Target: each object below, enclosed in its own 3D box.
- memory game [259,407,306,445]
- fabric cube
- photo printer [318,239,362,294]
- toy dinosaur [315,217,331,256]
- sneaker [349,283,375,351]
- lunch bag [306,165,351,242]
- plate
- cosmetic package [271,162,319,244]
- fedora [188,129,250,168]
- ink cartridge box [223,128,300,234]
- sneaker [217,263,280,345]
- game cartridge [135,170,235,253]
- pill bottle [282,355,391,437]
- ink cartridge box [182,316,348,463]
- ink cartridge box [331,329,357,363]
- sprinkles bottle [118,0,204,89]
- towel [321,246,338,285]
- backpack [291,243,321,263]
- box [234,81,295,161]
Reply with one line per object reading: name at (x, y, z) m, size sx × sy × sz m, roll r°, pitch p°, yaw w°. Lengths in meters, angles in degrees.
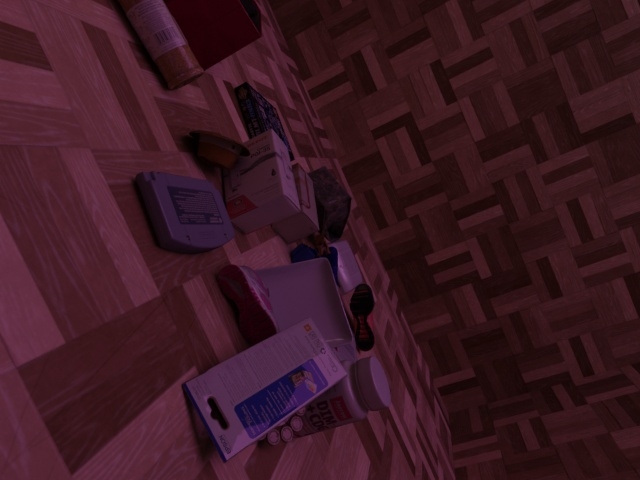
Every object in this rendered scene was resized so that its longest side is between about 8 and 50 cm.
memory game at (-0.114, 0.405, 1.047) m, size 0.186 × 0.012 × 0.186 m, roll 23°, pitch 48°, yaw -28°
fabric cube at (-0.389, -0.837, 1.545) m, size 0.259 × 0.258 × 0.254 m, roll 51°, pitch 24°, yaw -44°
photo printer at (0.096, 0.129, 2.056) m, size 0.256 × 0.107 × 0.307 m, roll 68°, pitch 17°, yaw 3°
toy dinosaur at (0.000, 0.000, 1.626) m, size 0.211 × 0.064 × 0.112 m, roll 129°, pitch -55°, yaw -73°
sneaker at (0.197, 0.364, 2.037) m, size 0.136 × 0.115 × 0.314 m, roll 61°, pitch 28°, yaw -84°
lunch bag at (0.011, -0.149, 1.945) m, size 0.235 × 0.168 × 0.287 m, roll 55°, pitch -22°, yaw 32°
plate at (-0.071, 0.203, 1.252) m, size 0.045 × 0.277 × 0.278 m, roll 118°, pitch -42°, yaw -61°
cosmetic package at (-0.109, -0.152, 1.709) m, size 0.129 × 0.153 × 0.296 m, roll 48°, pitch 23°, yaw -44°
fedora at (-0.310, -0.266, 1.283) m, size 0.194 × 0.194 × 0.079 m, roll 20°, pitch 85°, yaw -68°
ink cartridge box at (-0.199, -0.191, 1.370) m, size 0.117 × 0.207 × 0.283 m, roll 46°, pitch 25°, yaw -54°
sneaker at (-0.174, 0.169, 1.153) m, size 0.252 × 0.102 × 0.111 m, roll 67°, pitch 18°, yaw -4°
game cartridge at (-0.327, -0.065, 1.076) m, size 0.297 × 0.062 × 0.198 m, roll -6°, pitch 78°, yaw -73°
pill bottle at (0.036, 0.421, 1.157) m, size 0.160 × 0.283 × 0.160 m, roll 56°, pitch 19°, yaw -31°
ink cartridge box at (-0.115, 0.322, 0.966) m, size 0.370 × 0.069 × 0.176 m, roll -18°, pitch 66°, yaw -45°
ink cartridge box at (0.009, 0.357, 1.430) m, size 0.309 × 0.130 × 0.272 m, roll 56°, pitch 21°, yaw -35°
sprinkles bottle at (-0.479, -0.622, 1.217) m, size 0.356 × 0.121 × 0.121 m, roll 62°, pitch 17°, yaw -19°
towel at (0.025, 0.191, 1.721) m, size 0.308 × 0.076 × 0.228 m, roll -85°, pitch 180°, yaw -59°
backpack at (-0.052, 0.067, 1.687) m, size 0.101 × 0.098 × 0.120 m, roll 58°, pitch 14°, yaw 18°
box at (-0.244, -0.513, 1.902) m, size 0.296 × 0.073 × 0.293 m, roll 70°, pitch 16°, yaw 12°
